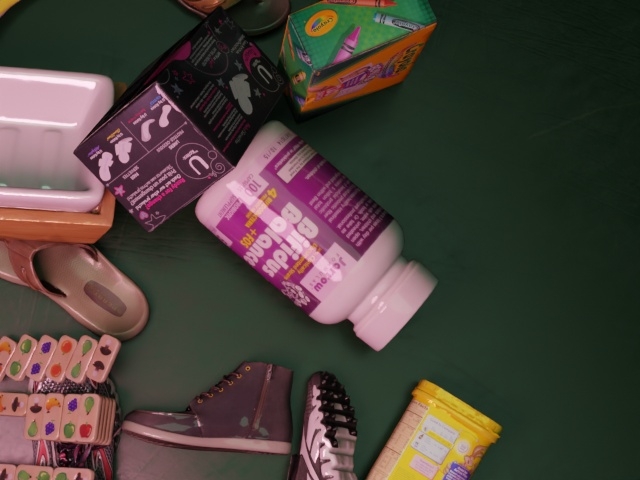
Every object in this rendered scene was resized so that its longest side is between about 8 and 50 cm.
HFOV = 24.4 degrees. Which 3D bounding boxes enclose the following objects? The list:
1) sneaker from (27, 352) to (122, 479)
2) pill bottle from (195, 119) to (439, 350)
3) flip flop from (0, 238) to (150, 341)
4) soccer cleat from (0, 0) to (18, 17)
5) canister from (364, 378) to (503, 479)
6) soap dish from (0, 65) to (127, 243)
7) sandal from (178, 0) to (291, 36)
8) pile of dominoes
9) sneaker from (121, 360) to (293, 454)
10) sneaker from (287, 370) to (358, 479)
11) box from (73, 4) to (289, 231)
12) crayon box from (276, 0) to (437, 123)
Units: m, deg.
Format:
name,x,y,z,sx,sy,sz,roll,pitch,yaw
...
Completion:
name,x,y,z,sx,sy,sz,roll,pitch,yaw
sneaker,-0.305,0.280,1.871,0.120,0.112,0.299,-8,83,-6
pill bottle,0.000,0.000,1.909,0.301,0.169,0.169,40,81,1
flip flop,-0.343,0.033,1.914,0.277,0.080,0.112,36,81,1
soccer cleat,-0.420,-0.355,1.937,0.093,0.121,0.289,40,80,1
canister,0.142,0.286,1.935,0.126,0.073,0.170,32,82,-1
soap dish,-0.399,-0.106,1.875,0.290,0.118,0.229,4,56,-6
sandal,-0.145,-0.346,1.994,0.219,0.060,0.090,30,81,-1
pile of dominoes,-0.368,0.209,1.844,0.251,0.040,0.196,-1,75,27
sneaker,-0.144,0.211,1.919,0.222,0.083,0.118,7,77,-14
sneaker,-0.004,0.286,1.914,0.106,0.078,0.234,-26,61,31
box,-0.167,-0.152,1.836,0.163,0.247,0.142,-35,105,30
crayon box,0.039,-0.243,1.889,0.165,0.278,0.081,-23,84,-8
